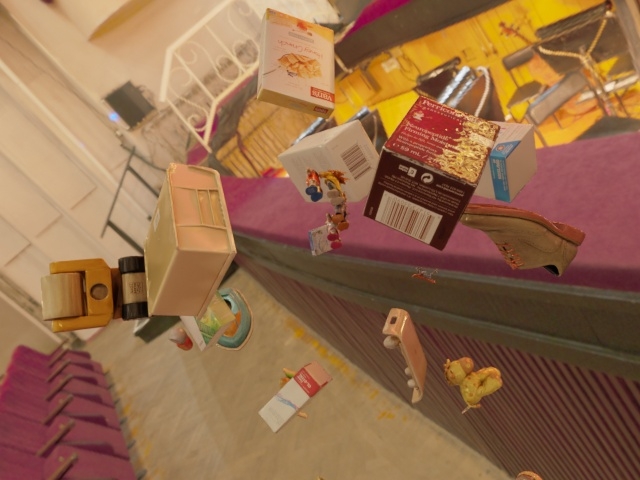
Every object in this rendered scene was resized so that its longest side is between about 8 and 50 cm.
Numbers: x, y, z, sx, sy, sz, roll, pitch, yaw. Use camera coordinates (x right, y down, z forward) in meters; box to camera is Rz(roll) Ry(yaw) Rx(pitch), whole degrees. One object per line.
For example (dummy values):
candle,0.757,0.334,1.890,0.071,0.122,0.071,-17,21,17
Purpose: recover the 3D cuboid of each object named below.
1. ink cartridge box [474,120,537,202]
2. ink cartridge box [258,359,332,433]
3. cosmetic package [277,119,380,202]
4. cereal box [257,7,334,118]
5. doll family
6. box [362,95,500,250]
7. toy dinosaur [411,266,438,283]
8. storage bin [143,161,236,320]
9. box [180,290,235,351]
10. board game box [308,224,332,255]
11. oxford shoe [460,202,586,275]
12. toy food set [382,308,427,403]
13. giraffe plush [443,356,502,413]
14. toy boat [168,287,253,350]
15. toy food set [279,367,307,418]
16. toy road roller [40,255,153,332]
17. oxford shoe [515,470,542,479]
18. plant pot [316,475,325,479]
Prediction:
ink cartridge box,0.504,-0.249,1.479,0.233,0.168,0.171,20,57,44
ink cartridge box,-0.064,0.409,1.282,0.175,0.072,0.127,-46,-14,6
cosmetic package,0.033,-0.271,1.772,0.161,0.230,0.453,-39,19,-17
cereal box,-0.052,-0.404,1.109,0.047,0.173,0.240,136,138,-56
doll family,0.045,-0.113,1.408,0.118,0.263,0.163,-18,30,8
box,0.203,-0.127,0.897,0.203,0.168,0.167,-55,-16,-40
toy dinosaur,0.344,0.122,1.599,0.090,0.082,0.047,-42,9,-20
storage bin,-0.312,0.003,1.112,0.262,0.123,0.260,-56,40,40
box,-0.390,0.155,1.452,0.058,0.322,0.232,-29,-13,-38
board game box,0.000,0.000,1.711,0.090,0.090,0.020,-20,16,-42
oxford shoe,0.442,0.002,1.077,0.123,0.348,0.130,-151,76,-69
toy food set,0.326,0.441,1.887,0.092,0.306,0.220,-18,10,21
giraffe plush,0.552,0.516,1.837,0.210,0.170,0.181,-40,-5,-15
toy boat,-0.419,0.329,1.880,0.318,0.148,0.267,-26,61,-9
toy food set,-0.085,0.530,1.724,0.192,0.132,0.038,-84,17,-58
toy road roller,-0.684,0.173,1.533,0.329,0.202,0.240,-4,-10,-25
oxford shoe,0.539,0.795,1.258,0.130,0.133,0.363,-27,50,47
plant pot,-0.004,0.942,1.525,0.254,0.276,0.276,-42,20,-12
